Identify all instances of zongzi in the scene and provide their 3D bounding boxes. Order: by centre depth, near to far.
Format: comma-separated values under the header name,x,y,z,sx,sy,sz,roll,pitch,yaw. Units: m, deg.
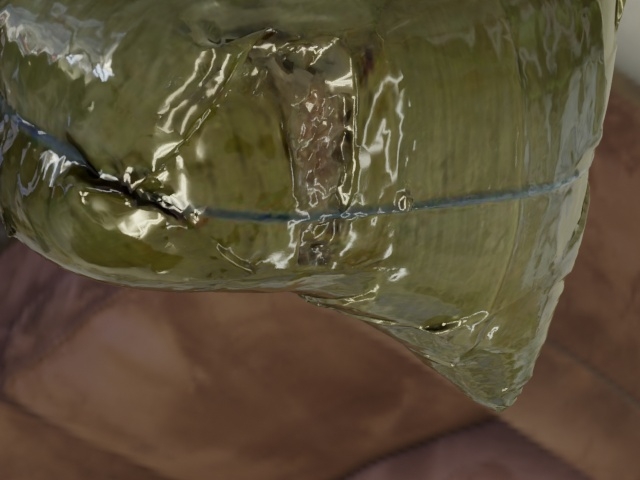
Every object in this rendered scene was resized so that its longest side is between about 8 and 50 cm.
name,x,y,z,sx,sy,sz,roll,pitch,yaw
zongzi,0.000,0.000,0.868,0.174,0.356,0.393,30,132,36
